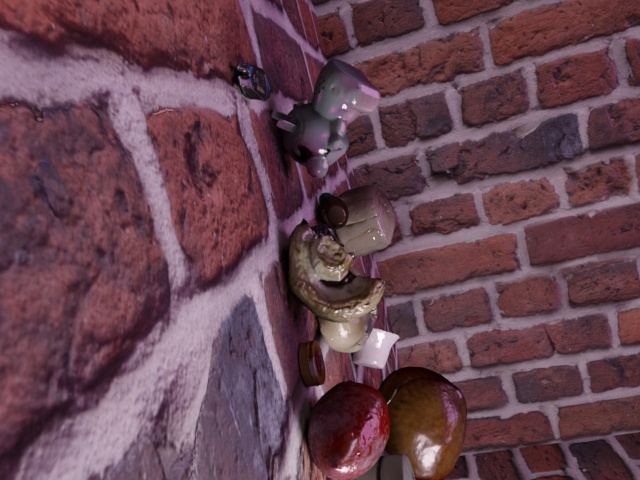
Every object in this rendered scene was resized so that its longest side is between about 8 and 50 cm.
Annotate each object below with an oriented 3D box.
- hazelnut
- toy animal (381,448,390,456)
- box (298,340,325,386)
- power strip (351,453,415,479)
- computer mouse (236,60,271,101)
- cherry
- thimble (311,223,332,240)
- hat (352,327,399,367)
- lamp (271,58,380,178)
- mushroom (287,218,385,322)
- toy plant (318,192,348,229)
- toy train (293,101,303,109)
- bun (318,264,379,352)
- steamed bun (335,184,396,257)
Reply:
[{"bbox_3d":[0.348,0.680,1.851,0.420,0.352,0.422,177,-90,-67],"label":"hazelnut"},{"bbox_3d":[0.168,0.612,1.615,0.324,0.090,0.195,65,20,-13],"label":"toy animal"},{"bbox_3d":[-0.019,0.288,1.163,0.105,0.037,0.106,-12,90,-80],"label":"box"},{"bbox_3d":[0.194,0.783,1.363,0.357,0.161,0.358,-12,90,-79],"label":"power strip"},{"bbox_3d":[-0.163,-0.365,1.151,0.135,0.047,0.079,10,74,-66],"label":"computer mouse"},{"bbox_3d":[0.058,0.408,1.055,0.175,0.192,0.249,42,19,3],"label":"cherry"},{"bbox_3d":[0.000,-0.001,1.522,0.104,0.066,0.095,-8,86,-82],"label":"thimble"},{"bbox_3d":[0.181,0.387,1.785,0.203,0.203,0.126,56,43,-62],"label":"hat"},{"bbox_3d":[-0.001,-0.347,1.395,0.247,0.301,0.247,12,35,-38],"label":"lamp"},{"bbox_3d":[0.005,0.091,1.204,0.267,0.164,0.189,43,-13,-3],"label":"mushroom"},{"bbox_3d":[0.040,-0.103,1.769,0.143,0.105,0.200,61,-4,-11],"label":"toy plant"},{"bbox_3d":[-0.068,-0.434,1.732,0.056,0.038,0.093,57,23,-67],"label":"toy train"},{"bbox_3d":[0.079,0.193,1.450,0.273,0.168,0.273,-7,90,-73],"label":"bun"},{"bbox_3d":[0.180,-0.112,2.104,0.236,0.246,0.384,61,22,-20],"label":"steamed bun"}]
